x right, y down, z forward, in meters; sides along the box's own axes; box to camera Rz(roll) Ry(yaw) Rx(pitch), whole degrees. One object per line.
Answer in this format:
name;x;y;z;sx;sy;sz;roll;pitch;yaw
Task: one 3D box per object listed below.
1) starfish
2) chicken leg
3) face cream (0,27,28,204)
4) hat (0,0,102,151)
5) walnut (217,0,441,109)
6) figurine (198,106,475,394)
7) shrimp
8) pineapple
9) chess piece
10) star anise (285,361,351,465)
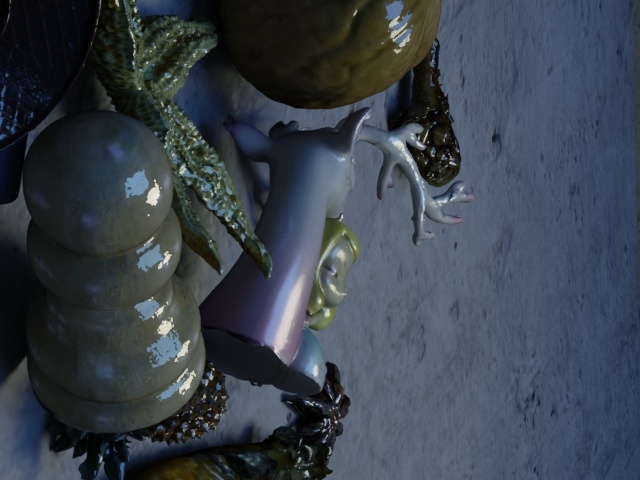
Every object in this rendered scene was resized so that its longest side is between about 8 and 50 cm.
starfish;-0.138;-0.128;1.116;0.347;0.078;0.358;63;13;-52
chicken leg;0.137;-0.167;1.802;0.125;0.080;0.196;-49;130;-67
face cream;-0.227;-0.220;0.990;0.135;0.086;0.385;28;66;-67
hat;-0.239;-0.148;0.883;0.193;0.082;0.193;-33;144;-29
walnut;0.014;-0.231;1.336;0.228;0.228;0.228;4;90;-65
figurine;-0.013;-0.005;1.369;0.316;0.206;0.284;-66;152;-16
shrimp;-0.036;0.279;1.305;0.085;0.272;0.445;-59;170;15
pineapple;-0.149;0.149;1.212;0.221;0.083;0.103;-1;98;-65
chess piece;-0.161;0.017;1.017;0.261;0.142;0.143;92;18;-49
star anise;0.002;0.200;1.594;0.141;0.042;0.141;5;90;-67
